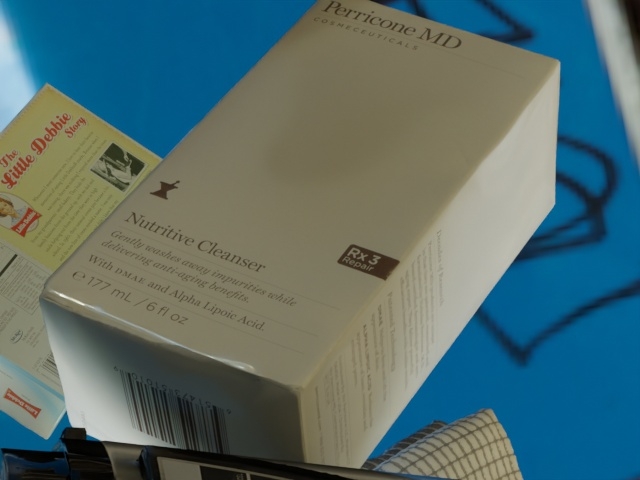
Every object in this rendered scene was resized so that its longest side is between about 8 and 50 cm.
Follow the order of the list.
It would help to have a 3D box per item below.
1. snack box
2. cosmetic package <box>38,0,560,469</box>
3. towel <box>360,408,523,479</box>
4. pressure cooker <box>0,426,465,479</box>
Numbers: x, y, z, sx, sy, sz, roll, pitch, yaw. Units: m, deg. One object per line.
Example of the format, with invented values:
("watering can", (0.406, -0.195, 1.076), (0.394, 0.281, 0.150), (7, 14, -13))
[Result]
("snack box", (-0.232, 0.007, 1.690), (0.187, 0.060, 0.322), (34, -142, -2))
("cosmetic package", (0.000, 0.000, 1.449), (0.385, 0.217, 0.156), (-53, -29, -37))
("towel", (0.120, 0.319, 1.829), (0.235, 0.121, 0.284), (-17, -92, -61))
("pressure cooker", (-0.086, 0.308, 1.175), (0.370, 0.420, 0.376), (180, 98, -77))
